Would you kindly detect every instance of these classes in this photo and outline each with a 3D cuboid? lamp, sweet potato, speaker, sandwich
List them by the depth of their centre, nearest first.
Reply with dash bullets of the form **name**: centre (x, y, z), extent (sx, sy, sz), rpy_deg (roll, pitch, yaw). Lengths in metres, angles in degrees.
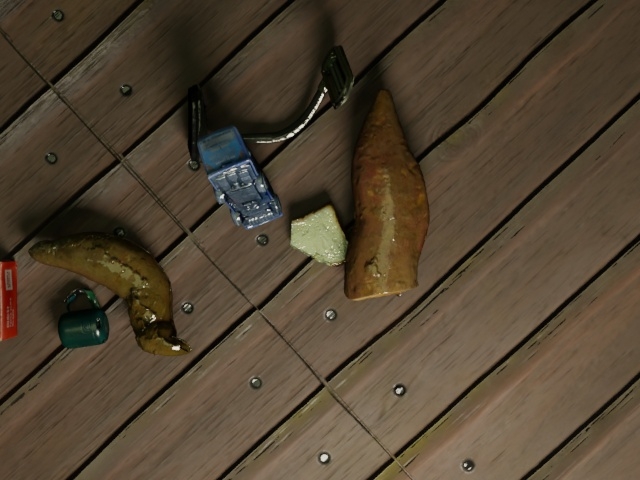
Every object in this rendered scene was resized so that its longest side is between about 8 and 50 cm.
- **lamp**: centre (-0.077, -0.197, 1.468), extent (0.283, 0.203, 0.124), rpy_deg (-16, 109, -3)
- **sweet potato**: centre (0.109, -0.071, 1.497), extent (0.131, 0.131, 0.336), rpy_deg (5, 90, 1)
- **sweet potato**: centre (-0.312, 0.068, 1.513), extent (0.310, 0.098, 0.124), rpy_deg (39, 66, 5)
- **sandwich**: centre (0.000, 0.000, 1.541), extent (0.093, 0.036, 0.104), rpy_deg (-29, 91, 0)
- **speaker**: centre (-0.384, 0.128, 1.543), extent (0.075, 0.060, 0.094), rpy_deg (-8, 55, 1)

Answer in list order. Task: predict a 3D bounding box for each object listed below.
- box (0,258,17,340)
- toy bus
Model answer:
- **box**: centre (-0.585, 0.094, 1.516), extent (0.182, 0.099, 0.133), rpy_deg (2, 88, 0)
- **toy bus**: centre (-0.117, -0.092, 1.448), extent (0.079, 0.236, 0.094), rpy_deg (-16, 72, 4)
